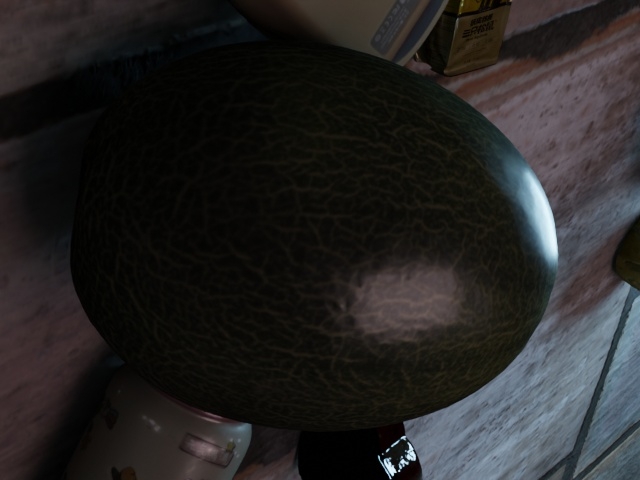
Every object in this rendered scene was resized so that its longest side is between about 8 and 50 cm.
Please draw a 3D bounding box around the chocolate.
[{"bbox_3d":[0.045,0.220,1.078,0.080,0.148,0.125,-20,172,-43],"label":"chocolate"}]

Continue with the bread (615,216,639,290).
[{"bbox_3d":[0.477,0.018,1.512,0.156,0.064,0.117,15,107,-55],"label":"bread"}]

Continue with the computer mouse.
[{"bbox_3d":[0.006,-0.190,0.688,0.145,0.082,0.236,-59,149,5],"label":"computer mouse"}]

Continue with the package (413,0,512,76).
[{"bbox_3d":[0.121,-0.200,0.864,0.071,0.047,0.131,-22,136,-34],"label":"package"}]

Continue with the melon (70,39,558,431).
[{"bbox_3d":[0.000,0.000,0.667,0.302,0.237,0.237,9,117,-15],"label":"melon"}]

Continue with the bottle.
[{"bbox_3d":[-0.119,0.156,0.807,0.120,0.120,0.253,16,105,-56],"label":"bottle"}]
